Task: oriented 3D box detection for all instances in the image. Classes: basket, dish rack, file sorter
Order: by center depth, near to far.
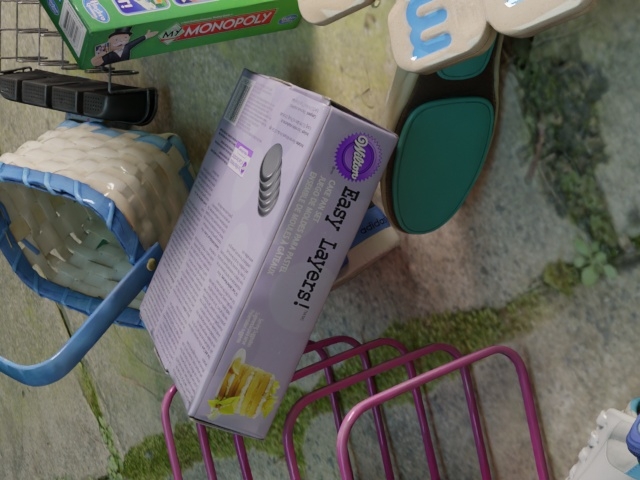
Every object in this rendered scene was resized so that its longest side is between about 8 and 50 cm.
[{"bbox_3d":[0.022,0.185,0.886,0.290,0.202,0.182,-4,99,55],"label":"file sorter"},{"bbox_3d":[-0.259,0.014,1.082,0.254,0.289,0.201,15,136,37],"label":"basket"},{"bbox_3d":[-0.268,-0.265,1.140,0.208,0.074,0.271,14,108,33],"label":"dish rack"}]

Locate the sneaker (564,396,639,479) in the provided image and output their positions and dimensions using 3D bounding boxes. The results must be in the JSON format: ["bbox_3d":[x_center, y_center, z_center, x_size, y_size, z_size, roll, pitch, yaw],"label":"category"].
[{"bbox_3d":[0.214,0.157,0.718,0.228,0.087,0.092,-40,66,46],"label":"sneaker"}]

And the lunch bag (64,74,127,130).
[{"bbox_3d":[-0.266,-0.146,1.249,0.083,0.053,0.071,39,136,21],"label":"lunch bag"}]

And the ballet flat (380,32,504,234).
[{"bbox_3d":[0.088,-0.121,0.767,0.086,0.086,0.248,42,135,35],"label":"ballet flat"}]

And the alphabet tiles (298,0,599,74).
[{"bbox_3d":[0.085,-0.253,0.657,0.278,0.021,0.284,-17,77,38],"label":"alphabet tiles"}]

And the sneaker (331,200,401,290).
[{"bbox_3d":[0.001,0.000,0.944,0.152,0.058,0.084,-38,80,50],"label":"sneaker"}]

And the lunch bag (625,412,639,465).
[{"bbox_3d":[0.264,0.072,0.479,0.176,0.219,0.090,-8,106,57],"label":"lunch bag"}]

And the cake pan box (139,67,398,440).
[{"bbox_3d":[-0.057,-0.005,0.854,0.246,0.070,0.267,-65,22,4],"label":"cake pan box"}]

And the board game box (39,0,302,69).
[{"bbox_3d":[-0.177,-0.294,0.914,0.317,0.213,0.046,56,143,19],"label":"board game box"}]

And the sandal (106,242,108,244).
[{"bbox_3d":[-0.171,0.052,1.192,0.254,0.054,0.097,31,88,38],"label":"sandal"}]
